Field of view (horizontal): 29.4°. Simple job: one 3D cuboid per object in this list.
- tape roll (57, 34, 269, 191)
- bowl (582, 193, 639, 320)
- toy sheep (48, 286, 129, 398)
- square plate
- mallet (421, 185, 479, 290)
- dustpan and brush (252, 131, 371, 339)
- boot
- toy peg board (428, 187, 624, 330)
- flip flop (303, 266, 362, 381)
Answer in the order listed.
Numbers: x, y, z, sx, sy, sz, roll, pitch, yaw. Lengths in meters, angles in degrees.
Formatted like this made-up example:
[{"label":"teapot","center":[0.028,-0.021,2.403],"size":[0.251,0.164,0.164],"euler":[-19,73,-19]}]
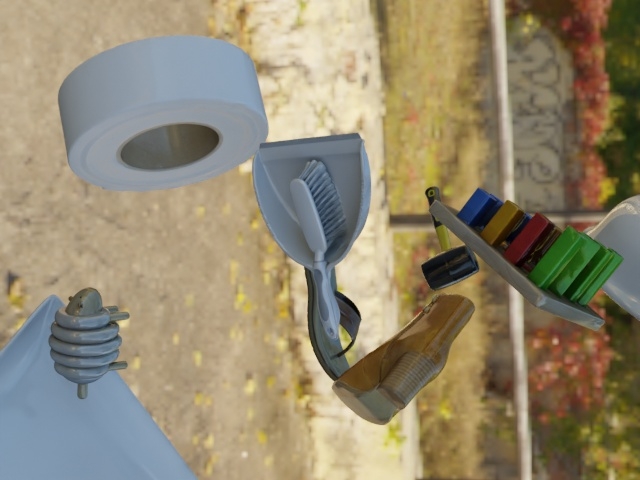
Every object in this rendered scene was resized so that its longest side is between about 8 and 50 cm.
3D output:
[{"label":"tape roll","center":[-0.219,-0.170,1.703],"size":[0.286,0.286,0.100],"euler":[45,29,-68]},{"label":"bowl","center":[0.515,0.018,1.669],"size":[0.134,0.298,0.298],"euler":[-65,177,27]},{"label":"toy sheep","center":[-0.266,0.118,1.389],"size":[0.091,0.091,0.132],"euler":[-29,122,-72]},{"label":"square plate","center":[-0.291,0.285,1.361],"size":[0.344,0.049,0.347],"euler":[56,32,-15]},{"label":"mallet","center":[0.135,-0.005,1.444],"size":[0.039,0.062,0.189],"euler":[57,8,-30]},{"label":"dustpan and brush","center":[0.000,0.000,1.291],"size":[0.060,0.147,0.211],"euler":[-37,117,-48]},{"label":"boot","center":[0.141,0.186,1.977],"size":[0.211,0.104,0.295],"euler":[-49,-173,-21]},{"label":"toy peg board","center":[0.220,0.002,1.237],"size":[0.079,0.160,0.161],"euler":[-52,146,12]},{"label":"flip flop","center":[0.029,0.117,2.129],"size":[0.112,0.080,0.277],"euler":[20,63,-69]}]
